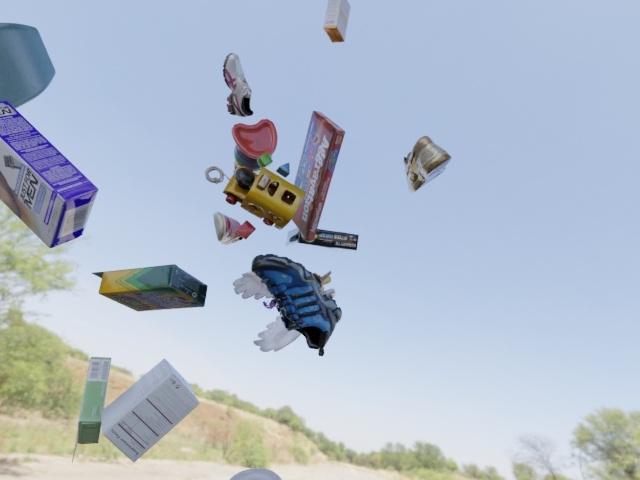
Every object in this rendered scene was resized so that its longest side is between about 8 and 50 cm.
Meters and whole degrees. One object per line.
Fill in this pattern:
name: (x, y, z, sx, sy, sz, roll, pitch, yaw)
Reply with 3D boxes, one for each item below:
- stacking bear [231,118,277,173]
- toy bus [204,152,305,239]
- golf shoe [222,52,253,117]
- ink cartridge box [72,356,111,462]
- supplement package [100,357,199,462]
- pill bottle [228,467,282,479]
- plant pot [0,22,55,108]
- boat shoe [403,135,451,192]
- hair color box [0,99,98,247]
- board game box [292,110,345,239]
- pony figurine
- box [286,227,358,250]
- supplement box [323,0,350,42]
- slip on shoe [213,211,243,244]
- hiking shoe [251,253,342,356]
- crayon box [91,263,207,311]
stacking bear: (-0.286, -0.347, 1.952, 0.176, 0.164, 0.289, -16, -11, -23)
toy bus: (-0.136, -0.116, 1.088, 0.202, 0.190, 0.104, -16, -8, -26)
golf shoe: (-0.236, -0.459, 1.410, 0.086, 0.067, 0.185, 17, -50, 24)
ink cartridge box: (-0.571, 0.425, 1.185, 0.056, 0.171, 0.235, 8, -48, -22)
supplement package: (-0.381, 0.374, 1.062, 0.105, 0.179, 0.105, 56, -17, -22)
pill bottle: (-0.152, 0.675, 1.096, 0.137, 0.245, 0.136, 1, 8, 0)
plant pot: (-0.995, -0.555, 1.471, 0.247, 0.252, 0.247, 17, -48, 30)
boat shoe: (0.330, -0.247, 1.530, 0.110, 0.122, 0.341, 54, -5, 7)
hair color box: (-0.733, -0.165, 1.192, 0.339, 0.110, 0.185, 43, -54, 6)
board game box: (-0.018, -0.157, 1.160, 0.027, 0.145, 0.281, 1, -60, -28)
pony figurine: (-0.102, 0.215, 1.757, 0.351, 0.302, 0.363, -27, -12, 1)
box: (0.000, 0.000, 1.445, 0.175, 0.051, 0.220, 8, -5, -13)
supplement box: (0.040, -0.543, 1.155, 0.036, 0.098, 0.062, 7, -9, 24)
slip on shoe: (-0.365, -0.048, 1.896, 0.102, 0.122, 0.331, -10, -8, -5)
hiking shoe: (-0.060, 0.153, 1.177, 0.113, 0.132, 0.304, -22, -55, 41)
crayon box: (-0.570, 0.165, 1.576, 0.323, 0.083, 0.203, -6, -27, 18)
